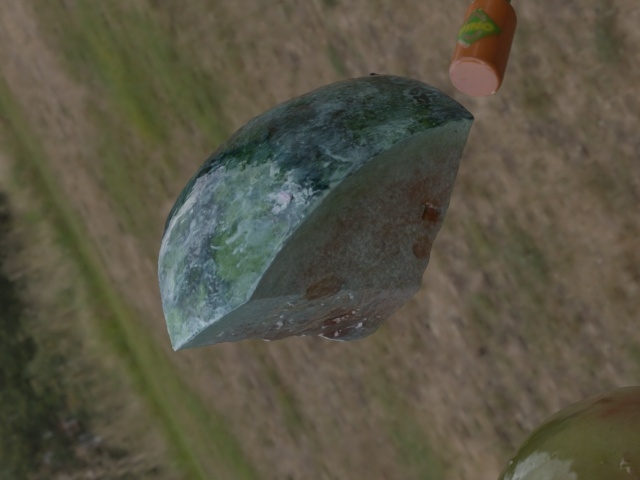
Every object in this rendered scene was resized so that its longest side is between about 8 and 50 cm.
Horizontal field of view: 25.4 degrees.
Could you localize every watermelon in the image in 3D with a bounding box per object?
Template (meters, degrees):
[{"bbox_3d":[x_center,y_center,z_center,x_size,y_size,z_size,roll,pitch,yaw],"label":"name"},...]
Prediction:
[{"bbox_3d":[0.000,0.000,1.518,0.258,0.387,0.228,55,171,-33],"label":"watermelon"}]

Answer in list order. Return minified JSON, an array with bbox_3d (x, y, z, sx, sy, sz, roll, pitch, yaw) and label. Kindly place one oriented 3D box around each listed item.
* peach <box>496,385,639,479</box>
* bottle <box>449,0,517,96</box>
[{"bbox_3d":[0.240,0.246,1.012,0.247,0.292,0.292,34,179,-27],"label":"peach"},{"bbox_3d":[0.207,-0.265,1.744,0.069,0.069,0.187,90,-166,-54],"label":"bottle"}]
